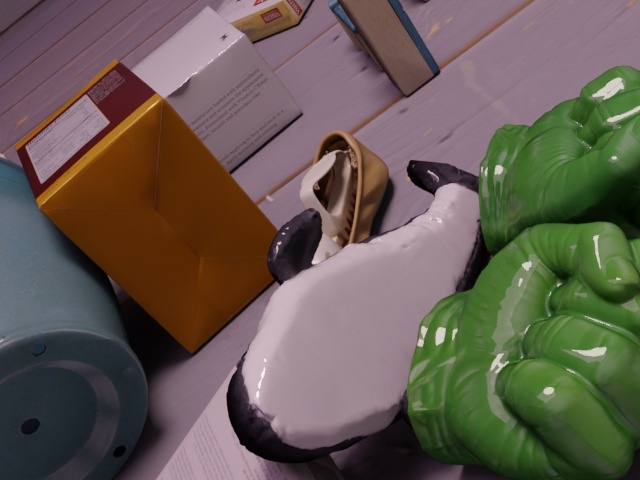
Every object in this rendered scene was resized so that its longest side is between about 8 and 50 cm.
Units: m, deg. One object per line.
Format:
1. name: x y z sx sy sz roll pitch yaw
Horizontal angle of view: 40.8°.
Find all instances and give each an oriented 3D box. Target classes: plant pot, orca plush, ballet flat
1. plant pot: -0.277 0.092 0.707 0.272 0.272 0.255 -47 47 -11
2. orca plush: 0.020 0.044 0.566 0.102 0.151 0.287 -42 16 45
3. ballet flat: 0.000 0.000 0.684 0.080 0.073 0.232 -20 36 30

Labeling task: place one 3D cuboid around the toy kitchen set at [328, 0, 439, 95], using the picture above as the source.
1. toy kitchen set: 0.092 -0.276 0.892 0.166 0.122 0.207 -37 31 5

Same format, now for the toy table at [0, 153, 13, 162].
1. toy table: -0.394 0.036 0.916 0.274 0.252 0.161 -36 58 -12

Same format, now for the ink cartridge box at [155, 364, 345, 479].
1. ink cartridge box: -0.071 0.213 0.529 0.225 0.056 0.181 -57 30 8

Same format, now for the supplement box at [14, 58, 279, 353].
1. supplement box: -0.153 -0.037 0.781 0.129 0.191 0.194 -42 31 -4

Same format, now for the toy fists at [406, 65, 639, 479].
1. toy fists: 0.149 0.007 0.494 0.142 0.096 0.279 -9 41 39

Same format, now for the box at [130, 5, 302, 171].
1. box: -0.145 -0.160 1.002 0.181 0.119 0.182 -39 31 1

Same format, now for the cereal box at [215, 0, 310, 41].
1. cereal box: -0.065 -0.381 1.270 0.173 0.047 0.240 -11 41 39
